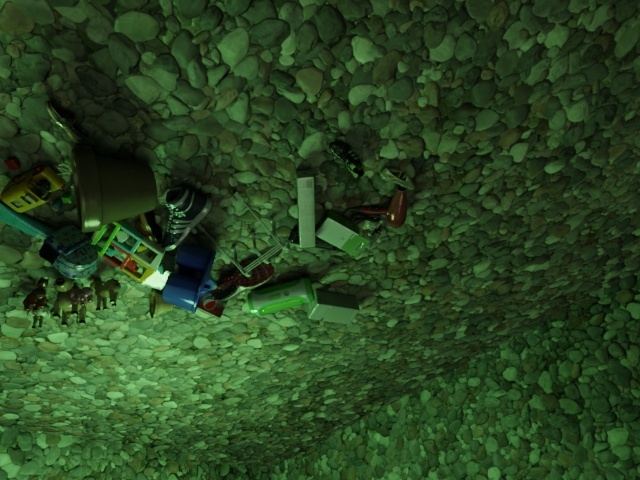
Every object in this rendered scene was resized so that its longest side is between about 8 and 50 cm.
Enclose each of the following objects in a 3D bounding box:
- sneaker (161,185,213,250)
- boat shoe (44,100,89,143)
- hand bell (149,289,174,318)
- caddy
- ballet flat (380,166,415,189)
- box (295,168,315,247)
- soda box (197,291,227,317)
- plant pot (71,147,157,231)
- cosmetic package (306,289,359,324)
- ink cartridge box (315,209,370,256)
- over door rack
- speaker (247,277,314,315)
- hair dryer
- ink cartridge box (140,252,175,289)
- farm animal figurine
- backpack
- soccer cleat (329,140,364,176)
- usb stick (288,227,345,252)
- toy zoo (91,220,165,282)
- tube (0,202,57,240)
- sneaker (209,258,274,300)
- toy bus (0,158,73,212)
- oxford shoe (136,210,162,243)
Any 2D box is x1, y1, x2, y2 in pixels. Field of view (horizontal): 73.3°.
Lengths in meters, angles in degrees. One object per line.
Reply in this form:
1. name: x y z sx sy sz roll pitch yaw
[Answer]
1. sneaker: -0.540 -0.087 1.584 0.282 0.099 0.153 -41 132 20
2. boat shoe: -0.760 -0.361 1.295 0.049 0.056 0.152 -20 145 0
3. hand bell: -0.636 0.285 1.948 0.242 0.126 0.126 4 134 -33
4. caddy: -0.491 0.154 1.690 0.179 0.241 0.341 20 160 -11
5. ballet flat: 0.310 -0.242 1.669 0.168 0.057 0.052 15 119 -26
6. box: -0.057 -0.118 1.665 0.067 0.063 0.324 -6 127 -6
7. soda box: -0.548 0.255 1.911 0.083 0.092 0.263 0 151 46
8. plant pot: -0.666 -0.169 1.398 0.229 0.263 0.263 -9 139 -32
9. cosmetic package: 0.062 0.334 2.149 0.237 0.107 0.127 13 127 -21
10. ink cartridge box: 0.091 -0.028 1.783 0.209 0.062 0.109 28 125 -15
11. over door rack: -0.309 -0.028 1.709 0.239 0.108 0.324 -35 118 20
12. speaker: -0.182 0.261 2.000 0.296 0.131 0.131 -15 136 1
13. hair dryer: 0.251 -0.110 1.766 0.223 0.080 0.293 28 122 -33
14. ink cartridge box: -0.672 0.129 1.773 0.089 0.092 0.143 24 125 -32
15. farm animal figurine: -1.002 0.224 1.750 0.330 0.172 0.327 5 146 -28
16. backpack: -0.891 0.048 1.557 0.173 0.158 0.117 42 118 2
17. soccer cleat: 0.101 -0.295 1.550 0.060 0.072 0.179 -39 130 23
18. usb stick: 0.000 0.000 1.841 0.277 0.045 0.077 11 123 -23
19. toy zoo: -0.724 0.043 1.642 0.293 0.030 0.192 38 119 -14
20. tube: -1.048 -0.057 1.531 0.207 0.052 0.080 34 115 -31
21. sneaker: -0.340 0.174 1.899 0.299 0.121 0.112 -24 164 9
22. toy bus: -0.927 -0.165 1.399 0.190 0.104 0.202 12 136 -17
23. oxford shoe: -0.656 -0.064 1.601 0.076 0.076 0.212 2 134 0
